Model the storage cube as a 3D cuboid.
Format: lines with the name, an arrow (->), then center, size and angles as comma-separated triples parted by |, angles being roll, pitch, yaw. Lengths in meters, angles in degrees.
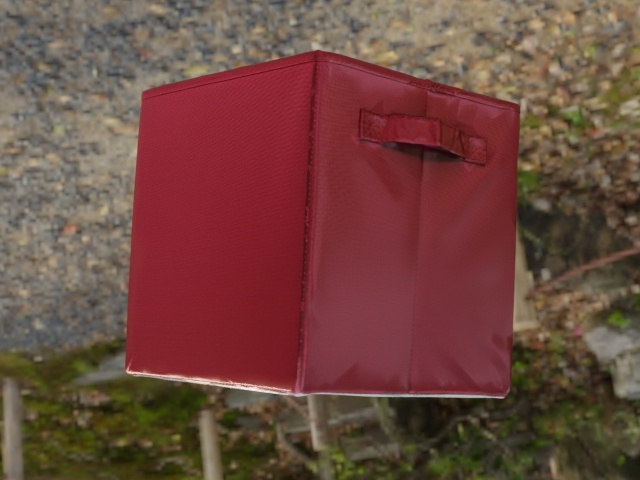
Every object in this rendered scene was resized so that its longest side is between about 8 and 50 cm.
storage cube -> 0.000, 0.000, 0.729 | 0.183, 0.193, 0.215 | 7, 173, -41
